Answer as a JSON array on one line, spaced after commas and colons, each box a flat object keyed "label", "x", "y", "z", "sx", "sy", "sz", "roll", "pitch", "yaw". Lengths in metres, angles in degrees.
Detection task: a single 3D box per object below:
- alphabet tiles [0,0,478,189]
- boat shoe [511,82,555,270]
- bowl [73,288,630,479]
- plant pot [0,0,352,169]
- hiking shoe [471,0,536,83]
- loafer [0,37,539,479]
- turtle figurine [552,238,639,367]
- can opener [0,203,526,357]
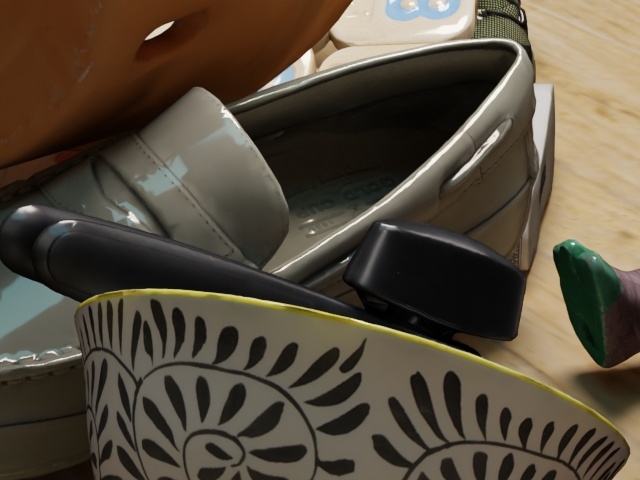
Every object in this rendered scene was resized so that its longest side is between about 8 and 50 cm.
[{"label": "alphabet tiles", "x": -0.063, "y": -0.110, "z": 0.920, "sx": 0.278, "sy": 0.021, "sz": 0.284, "roll": 0, "pitch": 47, "yaw": 13}, {"label": "boat shoe", "x": 0.081, "y": -0.033, "z": 0.845, "sx": 0.040, "sy": 0.049, "sz": 0.142, "roll": 3, "pitch": 29, "yaw": 12}, {"label": "bowl", "x": -0.001, "y": 0.080, "z": 0.553, "sx": 0.170, "sy": 0.170, "sz": 0.080, "roll": 8, "pitch": 72, "yaw": 19}, {"label": "plant pot", "x": -0.130, "y": -0.150, "z": 0.717, "sx": 0.291, "sy": 0.291, "sz": 0.203, "roll": 6, "pitch": 25, "yaw": 16}, {"label": "hiking shoe", "x": 0.066, "y": -0.140, "z": 0.988, "sx": 0.086, "sy": 0.114, "sz": 0.227, "roll": -3, "pitch": 26, "yaw": 0}, {"label": "loafer", "x": -0.054, "y": -0.004, "z": 0.679, "sx": 0.319, "sy": 0.111, "sz": 0.112, "roll": -21, "pitch": 49, "yaw": -33}, {"label": "turtle figurine", "x": 0.215, "y": -0.006, "z": 0.705, "sx": 0.234, "sy": 0.118, "sz": 0.175, "roll": -27, "pitch": 19, "yaw": -14}, {"label": "can opener", "x": -0.018, "y": 0.020, "z": 0.610, "sx": 0.186, "sy": 0.073, "sz": 0.059, "roll": 14, "pitch": -7, "yaw": -30}]
